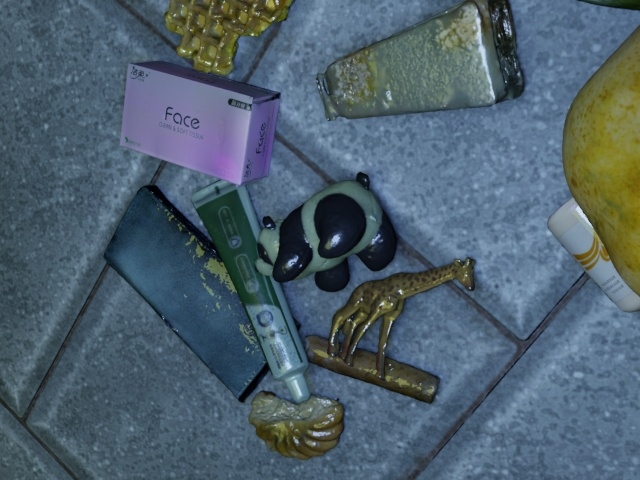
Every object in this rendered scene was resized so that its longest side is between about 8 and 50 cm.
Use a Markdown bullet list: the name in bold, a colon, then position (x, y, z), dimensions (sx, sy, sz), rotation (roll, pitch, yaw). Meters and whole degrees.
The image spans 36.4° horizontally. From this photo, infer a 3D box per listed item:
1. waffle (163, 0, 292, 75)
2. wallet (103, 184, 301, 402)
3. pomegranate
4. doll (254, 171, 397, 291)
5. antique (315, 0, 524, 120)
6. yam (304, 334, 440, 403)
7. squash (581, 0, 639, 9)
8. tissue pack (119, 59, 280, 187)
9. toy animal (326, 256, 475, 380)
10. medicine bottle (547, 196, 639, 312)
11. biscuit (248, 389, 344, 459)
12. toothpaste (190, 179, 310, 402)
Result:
- **waffle**: position (-0.142, -0.387, 1.520), dimensions (0.253, 0.056, 0.249), rotation (-4, 101, 28)
- **wallet**: position (-0.217, 0.088, 1.684), dimensions (0.379, 0.046, 0.191), rotation (43, 116, 14)
- **pomegranate**: position (0.469, -0.106, 1.062), dimensions (0.416, 0.416, 0.417), rotation (7, 106, 27)
- **doll**: position (0.002, 0.000, 1.499), dimensions (0.234, 0.143, 0.135), rotation (-32, 57, 31)
- **antique**: position (0.130, -0.239, 1.367), dimensions (0.284, 0.125, 0.150), rotation (-11, 97, 30)
- **yam**: position (0.076, 0.203, 1.549), dimensions (0.241, 0.056, 0.057), rotation (17, 110, 24)
- **squash**: position (0.339, -0.415, 1.103), dimensions (0.310, 0.309, 0.311), rotation (7, 104, 27)
- **tissue pack**: position (-0.198, -0.192, 1.578), dimensions (0.246, 0.092, 0.149), rotation (18, 112, 23)
- **toy animal**: position (0.116, 0.099, 1.490), dimensions (0.275, 0.054, 0.149), rotation (-45, 49, 13)
- **medicine bottle**: position (0.421, 0.034, 1.284), dimensions (0.252, 0.114, 0.114), rotation (49, 120, 9)
- **biscuit**: position (-0.041, 0.318, 1.639), dimensions (0.183, 0.061, 0.118), rotation (-5, 102, 29)
- **toothpaste**: position (-0.102, 0.081, 1.586), dimensions (0.098, 0.061, 0.392), rotation (-25, 78, 10)
